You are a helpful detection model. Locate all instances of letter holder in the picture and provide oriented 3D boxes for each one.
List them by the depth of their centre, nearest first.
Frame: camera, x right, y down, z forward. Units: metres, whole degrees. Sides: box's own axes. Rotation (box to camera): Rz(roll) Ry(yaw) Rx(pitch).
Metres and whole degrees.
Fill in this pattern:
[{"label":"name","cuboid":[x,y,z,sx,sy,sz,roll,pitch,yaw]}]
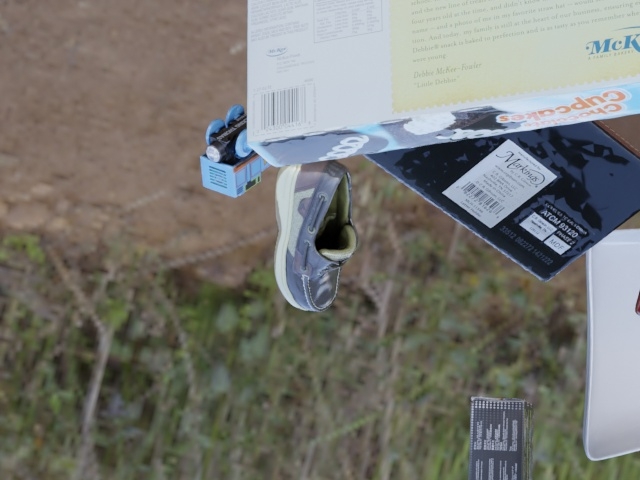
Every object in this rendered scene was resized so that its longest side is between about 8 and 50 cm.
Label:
[{"label":"letter holder","cuboid":[0.133,-0.147,1.313,0.302,0.152,0.214,34,-147,-25]}]

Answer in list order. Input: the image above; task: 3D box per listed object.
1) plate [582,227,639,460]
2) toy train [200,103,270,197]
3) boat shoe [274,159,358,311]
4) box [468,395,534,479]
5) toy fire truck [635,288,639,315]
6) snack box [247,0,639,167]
[{"label":"plate","cuboid":[0.420,0.113,1.876,0.277,0.278,0.045,-6,-169,-33]},{"label":"toy train","cuboid":[-0.101,-0.143,2.223,0.080,0.105,0.184,21,-140,28]},{"label":"boat shoe","cuboid":[0.001,-0.001,1.573,0.073,0.223,0.080,27,-129,29]},{"label":"box","cuboid":[0.199,0.309,1.680,0.060,0.270,0.216,1,173,11]},{"label":"toy fire truck","cuboid":[0.370,0.078,1.372,0.169,0.254,0.302,18,148,10]},{"label":"snack box","cuboid":[0.105,-0.165,1.038,0.322,0.187,0.060,-7,162,22]}]
